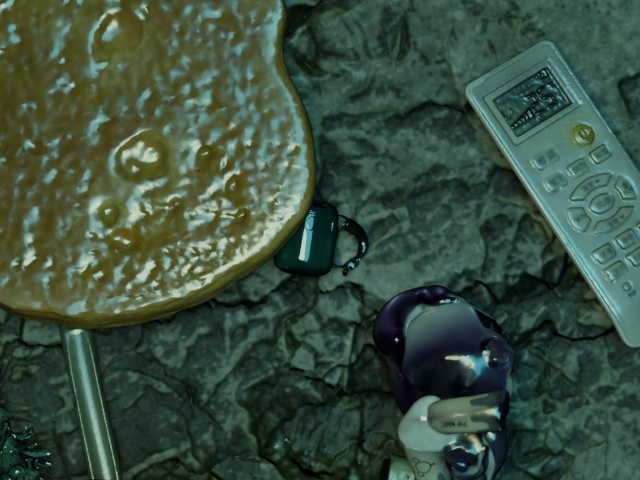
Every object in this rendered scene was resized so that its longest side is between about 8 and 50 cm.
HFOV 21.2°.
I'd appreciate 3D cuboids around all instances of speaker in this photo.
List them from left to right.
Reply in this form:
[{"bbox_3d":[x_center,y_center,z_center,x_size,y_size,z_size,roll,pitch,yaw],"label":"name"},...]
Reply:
[{"bbox_3d":[0.003,0.000,1.699,0.094,0.060,0.075,7,86,-4],"label":"speaker"}]

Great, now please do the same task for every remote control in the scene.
[{"bbox_3d":[0.268,-0.045,1.729,0.109,0.055,0.313,-31,83,-12],"label":"remote control"}]

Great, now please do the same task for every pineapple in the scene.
[{"bbox_3d":[-0.335,0.147,1.642,0.083,0.103,0.221,-27,87,-19],"label":"pineapple"}]

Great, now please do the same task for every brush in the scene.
[{"bbox_3d":[-0.227,0.158,1.690,0.034,0.027,0.190,-12,78,-9],"label":"brush"}]

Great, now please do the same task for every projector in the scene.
[{"bbox_3d":[0.097,0.256,1.672,0.082,0.083,0.083,12,84,-2],"label":"projector"}]

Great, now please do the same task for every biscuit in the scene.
[{"bbox_3d":[-0.201,-0.099,1.682,0.385,0.062,0.365,-9,83,3],"label":"biscuit"}]

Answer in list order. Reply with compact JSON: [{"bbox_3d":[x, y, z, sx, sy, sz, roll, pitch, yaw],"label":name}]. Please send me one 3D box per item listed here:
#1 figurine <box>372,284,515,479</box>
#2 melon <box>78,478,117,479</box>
[{"bbox_3d":[0.116,0.133,1.637,0.145,0.222,0.145,2,124,3],"label":"figurine"},{"bbox_3d":[-0.205,0.338,1.568,0.301,0.237,0.238,-4,85,-6],"label":"melon"}]
